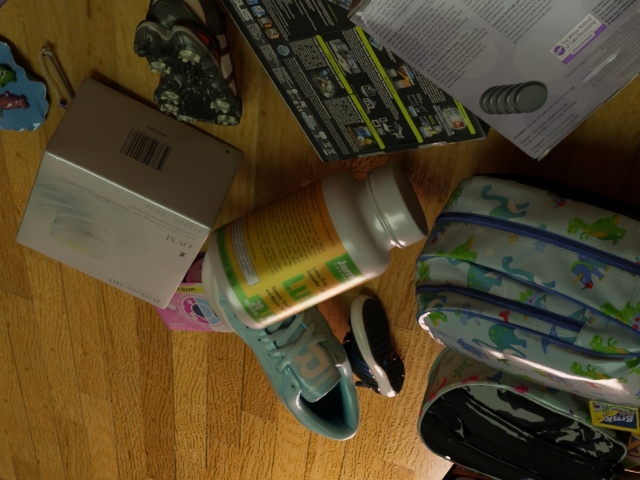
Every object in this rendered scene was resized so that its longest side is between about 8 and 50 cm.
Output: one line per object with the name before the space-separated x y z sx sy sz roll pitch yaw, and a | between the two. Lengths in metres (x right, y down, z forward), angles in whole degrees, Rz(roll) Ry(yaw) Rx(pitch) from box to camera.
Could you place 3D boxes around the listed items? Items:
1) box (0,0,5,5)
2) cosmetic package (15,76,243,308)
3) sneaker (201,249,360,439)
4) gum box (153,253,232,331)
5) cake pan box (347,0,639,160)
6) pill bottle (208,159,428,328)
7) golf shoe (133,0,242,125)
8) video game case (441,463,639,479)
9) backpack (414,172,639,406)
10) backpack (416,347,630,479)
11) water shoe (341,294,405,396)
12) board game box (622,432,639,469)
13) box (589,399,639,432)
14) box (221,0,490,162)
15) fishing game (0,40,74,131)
box | -0.346 -0.330 1.129 0.182 0.296 0.294 41 140 -21
cosmetic package | -0.253 -0.054 1.525 0.224 0.138 0.225 25 144 -8
sneaker | -0.030 0.136 1.601 0.150 0.135 0.366 34 161 49
gum box | -0.154 0.076 1.694 0.188 0.062 0.107 0 137 28
cake pan box | 0.197 -0.232 1.073 0.245 0.070 0.267 32 129 -17
pill bottle | 0.000 0.000 1.418 0.245 0.136 0.136 -25 125 15
golf shoe | -0.134 -0.212 1.324 0.105 0.120 0.273 10 164 3
video game case | 0.315 0.364 1.665 0.274 0.248 0.035 8 102 20
backpack | 0.278 0.055 1.286 0.355 0.273 0.290 37 -178 24
backpack | 0.262 0.220 1.542 0.253 0.191 0.225 19 140 -5
water shoe | 0.059 0.155 1.670 0.080 0.073 0.203 4 138 27
board game box | 0.452 0.249 1.608 0.124 0.039 0.259 37 143 -16
box | 0.371 0.145 1.414 0.059 0.169 0.054 7 141 22
box | 0.040 -0.210 1.259 0.216 0.060 0.270 -7 133 33
fishing game | -0.445 -0.204 1.538 0.264 0.041 0.189 6 141 21
